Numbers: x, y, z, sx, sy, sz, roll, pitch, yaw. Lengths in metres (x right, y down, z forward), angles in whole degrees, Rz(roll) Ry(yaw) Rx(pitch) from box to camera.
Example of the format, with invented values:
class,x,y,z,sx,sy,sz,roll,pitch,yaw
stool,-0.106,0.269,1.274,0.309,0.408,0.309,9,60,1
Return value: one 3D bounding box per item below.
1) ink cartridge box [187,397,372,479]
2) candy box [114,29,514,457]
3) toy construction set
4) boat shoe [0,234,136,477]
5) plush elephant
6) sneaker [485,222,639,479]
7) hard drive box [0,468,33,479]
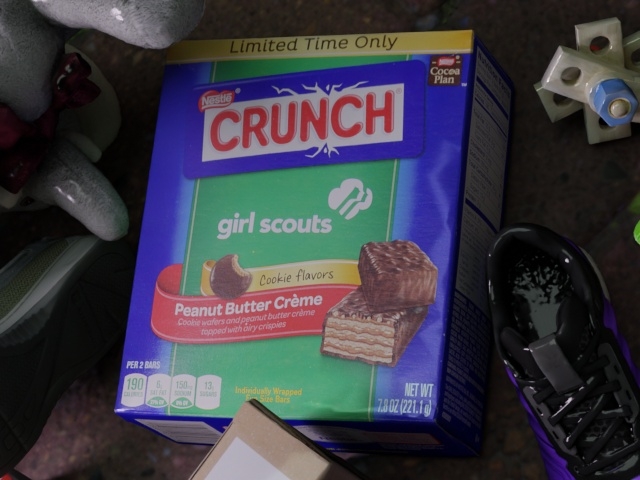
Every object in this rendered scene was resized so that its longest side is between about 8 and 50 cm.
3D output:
class,x,y,z,sx,sy,sz,roll,pitch,yaw
ink cartridge box,-0.056,0.252,1.259,0.088,0.193,0.235,35,87,28
candy box,0.000,0.000,1.369,0.268,0.122,0.317,-1,70,21
toy construction set,0.290,-0.055,1.256,0.215,0.151,0.328,-42,40,18
boat shoe,-0.270,0.098,1.385,0.103,0.118,0.320,7,39,33
plush elephant,-0.248,-0.099,1.394,0.272,0.255,0.330,-44,48,-18
sneaker,0.184,0.112,1.243,0.102,0.146,0.293,-27,64,10
hard drive box,-0.269,0.321,1.366,0.232,0.089,0.181,-47,61,-5
